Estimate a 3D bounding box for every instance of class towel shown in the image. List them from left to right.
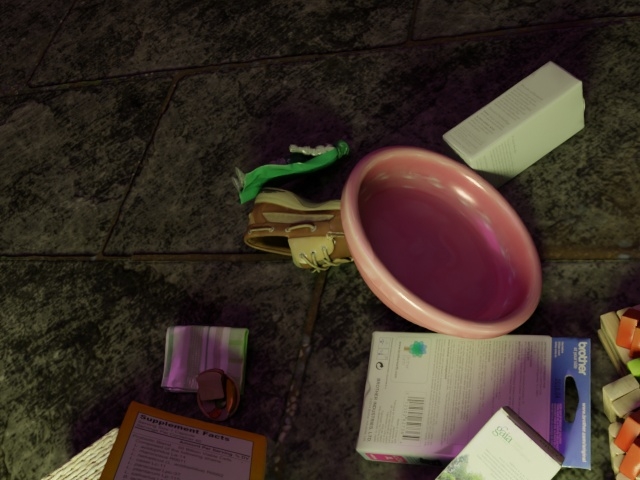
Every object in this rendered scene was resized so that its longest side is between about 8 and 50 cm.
[{"bbox_3d":[-0.194,0.198,1.184,0.152,0.023,0.113,-2,79,22],"label":"towel"}]

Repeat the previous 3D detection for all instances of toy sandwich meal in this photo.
[{"bbox_3d":[-0.168,0.247,1.138,0.086,0.029,0.085,-2,83,20],"label":"toy sandwich meal"}]

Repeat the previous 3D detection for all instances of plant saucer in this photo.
[{"bbox_3d":[0.171,0.007,1.058,0.332,0.084,0.332,16,48,-19],"label":"plant saucer"}]

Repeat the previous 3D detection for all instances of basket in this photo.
[{"bbox_3d":[-0.330,0.381,1.079,0.167,0.113,0.103,-34,46,-3],"label":"basket"}]

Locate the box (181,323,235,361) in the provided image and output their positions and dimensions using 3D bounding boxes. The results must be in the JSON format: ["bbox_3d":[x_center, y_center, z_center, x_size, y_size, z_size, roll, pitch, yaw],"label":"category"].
[{"bbox_3d":[-0.191,0.179,1.225,0.083,0.018,0.067,1,57,23],"label":"box"}]

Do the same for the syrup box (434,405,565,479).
[{"bbox_3d":[0.183,0.320,0.868,0.093,0.096,0.237,43,94,24],"label":"syrup box"}]

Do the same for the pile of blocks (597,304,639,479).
[{"bbox_3d":[0.416,0.224,0.874,0.149,0.112,0.362,0,57,23],"label":"pile of blocks"}]

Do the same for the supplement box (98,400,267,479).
[{"bbox_3d":[-0.187,0.384,0.823,0.194,0.195,0.356,17,19,-7],"label":"supplement box"}]

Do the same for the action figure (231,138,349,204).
[{"bbox_3d":[-0.048,-0.142,1.330,0.232,0.137,0.063,-20,82,-21],"label":"action figure"}]

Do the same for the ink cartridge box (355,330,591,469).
[{"bbox_3d":[0.214,0.223,0.993,0.311,0.065,0.185,-3,57,24],"label":"ink cartridge box"}]

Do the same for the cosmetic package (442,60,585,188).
[{"bbox_3d":[0.329,-0.185,1.205,0.231,0.117,0.085,-35,51,-5],"label":"cosmetic package"}]

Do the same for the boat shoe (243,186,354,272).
[{"bbox_3d":[0.000,0.000,1.220,0.324,0.122,0.120,13,67,39],"label":"boat shoe"}]
